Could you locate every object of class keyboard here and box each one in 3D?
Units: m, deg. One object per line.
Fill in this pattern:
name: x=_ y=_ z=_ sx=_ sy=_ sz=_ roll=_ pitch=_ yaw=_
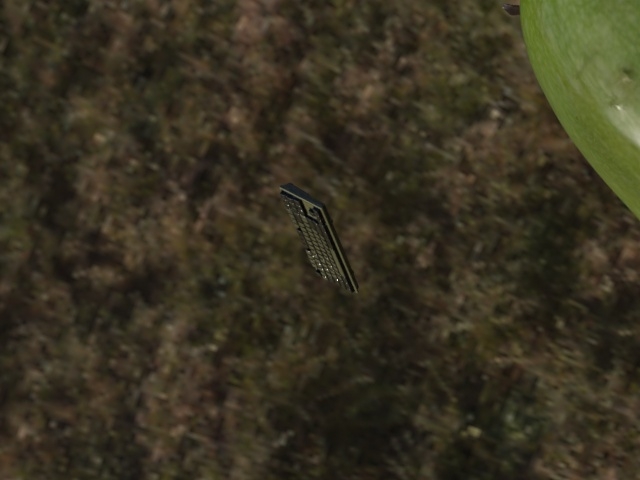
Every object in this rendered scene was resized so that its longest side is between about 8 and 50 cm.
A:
keyboard: x=0.000 y=0.000 z=1.472 sx=0.049 sy=0.129 sz=0.015 roll=33 pitch=70 yaw=33

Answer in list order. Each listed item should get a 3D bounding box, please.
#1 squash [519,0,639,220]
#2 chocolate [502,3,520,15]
squash: x=0.213 y=0.016 z=0.581 sx=0.118 sy=0.370 sz=0.118 roll=-44 pitch=4 yaw=4
chocolate: x=0.108 y=-0.173 z=0.769 sx=0.148 sy=0.214 sz=0.093 roll=123 pitch=155 yaw=-65
